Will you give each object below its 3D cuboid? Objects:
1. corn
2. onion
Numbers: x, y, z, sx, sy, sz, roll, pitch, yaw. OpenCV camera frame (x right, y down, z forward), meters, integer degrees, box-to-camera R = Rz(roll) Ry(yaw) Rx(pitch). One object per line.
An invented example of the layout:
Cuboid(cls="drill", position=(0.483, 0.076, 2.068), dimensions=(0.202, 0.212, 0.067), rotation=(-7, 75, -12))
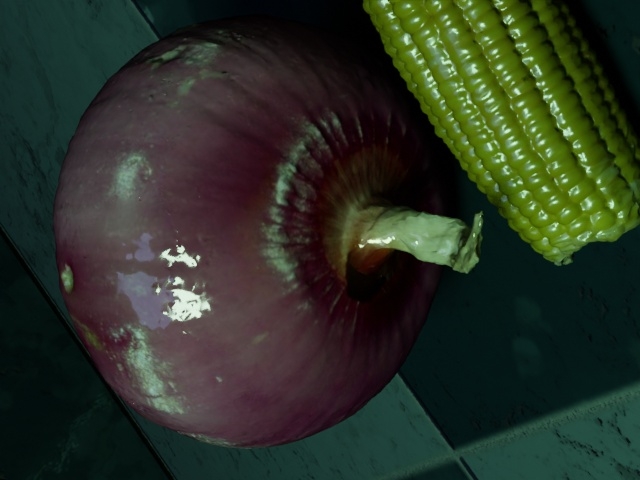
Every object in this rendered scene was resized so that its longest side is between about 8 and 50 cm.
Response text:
Cuboid(cls="corn", position=(0.115, -0.142, 0.729), dimensions=(0.344, 0.131, 0.131), rotation=(59, 151, -4))
Cuboid(cls="onion", position=(-0.023, 0.003, 0.856), dimensions=(0.344, 0.358, 0.358), rotation=(24, 140, 18))
